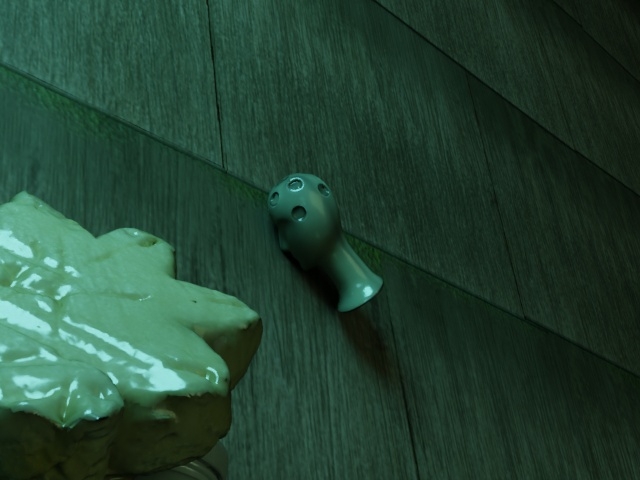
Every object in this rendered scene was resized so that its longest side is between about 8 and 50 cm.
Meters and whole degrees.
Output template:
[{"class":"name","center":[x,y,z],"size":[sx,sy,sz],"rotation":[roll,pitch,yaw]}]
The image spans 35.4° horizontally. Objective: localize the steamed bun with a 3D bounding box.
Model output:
[{"class":"steamed bun","center":[-0.184,0.083,0.684],"size":[0.292,0.137,0.295],"rotation":[1,26,-34]}]

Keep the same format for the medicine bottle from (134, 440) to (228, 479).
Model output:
[{"class":"medicine bottle","center":[-0.122,0.228,0.708],"size":[0.103,0.103,0.186],"rotation":[39,37,-28]}]

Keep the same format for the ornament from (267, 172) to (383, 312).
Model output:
[{"class":"ornament","center":[0.000,0.000,1.092],"size":[0.156,0.081,0.075],"rotation":[55,-1,-11]}]
